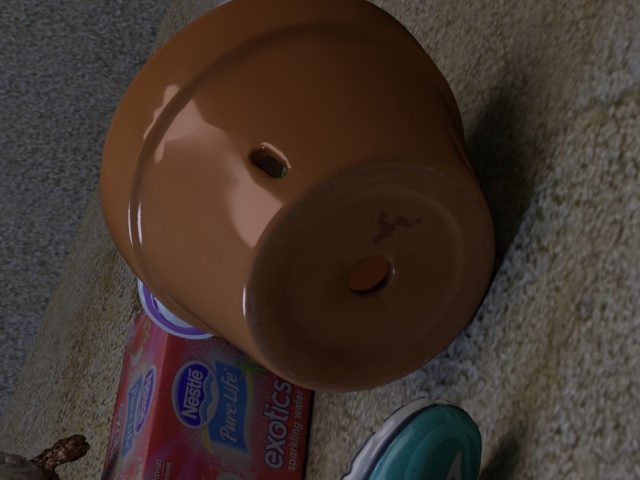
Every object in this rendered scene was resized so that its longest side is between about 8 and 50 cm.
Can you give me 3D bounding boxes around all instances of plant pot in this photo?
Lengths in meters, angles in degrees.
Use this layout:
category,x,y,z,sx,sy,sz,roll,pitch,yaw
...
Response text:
category,x,y,z,sx,sy,sz,roll,pitch,yaw
plant pot,-0.001,-0.019,1.444,0.291,0.290,0.203,-64,32,20

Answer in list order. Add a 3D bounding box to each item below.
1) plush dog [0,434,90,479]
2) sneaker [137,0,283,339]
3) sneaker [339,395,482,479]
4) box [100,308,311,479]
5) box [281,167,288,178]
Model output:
category,x,y,z,sx,sy,sz,roll,pitch,yaw
plush dog,-0.278,0.300,1.664,0.210,0.262,0.225,-27,47,16
sneaker,-0.084,-0.076,1.601,0.152,0.114,0.305,-64,-8,-65
sneaker,0.059,0.241,1.257,0.110,0.107,0.275,14,89,55
box,-0.106,0.186,1.730,0.142,0.154,0.300,126,159,-46
box,0.000,0.000,1.687,0.114,0.103,0.203,178,111,-74
